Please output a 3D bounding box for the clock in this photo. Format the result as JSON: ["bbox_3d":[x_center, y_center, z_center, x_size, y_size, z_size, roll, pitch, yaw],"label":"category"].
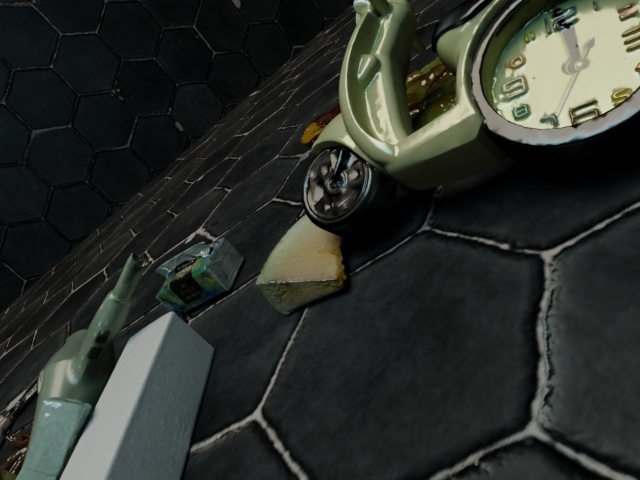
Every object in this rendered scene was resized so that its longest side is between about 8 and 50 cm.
[{"bbox_3d":[0.139,-0.164,0.461,0.379,0.120,0.276,-12,69,35],"label":"clock"}]

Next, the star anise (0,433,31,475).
[{"bbox_3d":[-0.382,0.281,0.631,0.141,0.042,0.141,-25,24,12],"label":"star anise"}]

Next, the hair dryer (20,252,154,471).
[{"bbox_3d":[-0.277,0.166,0.534,0.267,0.092,0.229,-46,31,42],"label":"hair dryer"}]

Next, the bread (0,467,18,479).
[{"bbox_3d":[-0.410,0.351,0.441,0.240,0.135,0.178,-49,26,-18],"label":"bread"}]

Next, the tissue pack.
[{"bbox_3d":[-0.191,0.048,0.713,0.111,0.079,0.085,-27,27,27],"label":"tissue pack"}]

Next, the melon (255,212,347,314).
[{"bbox_3d":[-0.007,0.004,0.568,0.098,0.054,0.182,-21,30,23],"label":"melon"}]

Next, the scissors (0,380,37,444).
[{"bbox_3d":[-0.578,0.326,0.854,0.160,0.024,0.317,-11,37,47],"label":"scissors"}]

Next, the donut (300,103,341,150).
[{"bbox_3d":[0.034,-0.207,0.854,0.140,0.059,0.140,-31,26,17],"label":"donut"}]

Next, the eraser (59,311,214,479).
[{"bbox_3d":[-0.179,0.201,0.443,0.076,0.078,0.298,-32,26,17],"label":"eraser"}]

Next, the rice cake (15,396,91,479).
[{"bbox_3d":[-0.273,0.267,0.414,0.042,0.045,0.245,118,167,-66],"label":"rice cake"}]

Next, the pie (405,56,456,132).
[{"bbox_3d":[0.178,-0.186,0.607,0.306,0.071,0.306,-33,24,17],"label":"pie"}]
